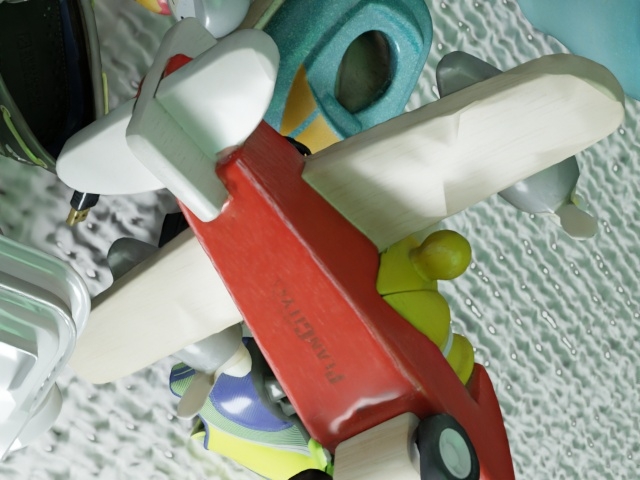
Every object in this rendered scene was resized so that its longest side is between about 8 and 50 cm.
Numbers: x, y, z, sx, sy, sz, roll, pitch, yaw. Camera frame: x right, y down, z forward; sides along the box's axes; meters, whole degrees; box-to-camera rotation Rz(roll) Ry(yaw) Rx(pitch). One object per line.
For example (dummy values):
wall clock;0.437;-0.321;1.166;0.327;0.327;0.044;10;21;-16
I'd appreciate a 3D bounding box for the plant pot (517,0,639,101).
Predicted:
plant pot;0.333;-0.255;1.431;0.272;0.255;0.271;-18;119;-35

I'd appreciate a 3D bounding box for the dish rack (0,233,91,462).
dish rack;-0.350;0.093;1.030;0.333;0.072;0.285;24;111;-30

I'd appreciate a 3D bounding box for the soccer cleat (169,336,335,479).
soccer cleat;-0.056;0.185;1.431;0.121;0.093;0.289;-12;141;12

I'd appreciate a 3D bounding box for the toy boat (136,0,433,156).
toy boat;-0.036;-0.150;1.236;0.318;0.148;0.267;31;88;-45

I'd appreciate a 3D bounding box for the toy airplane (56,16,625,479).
toy airplane;0.000;0.000;1.094;0.272;0.386;0.384;-45;149;-57

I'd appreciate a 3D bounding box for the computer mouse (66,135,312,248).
computer mouse;-0.125;0.013;1.235;0.184;0.060;0.262;7;135;-23

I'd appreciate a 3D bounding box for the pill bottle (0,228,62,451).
pill bottle;-0.276;0.062;1.148;0.117;0.117;0.215;-37;129;-23

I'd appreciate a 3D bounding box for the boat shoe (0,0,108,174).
boat shoe;-0.221;-0.188;1.098;0.109;0.091;0.305;-27;125;-29
